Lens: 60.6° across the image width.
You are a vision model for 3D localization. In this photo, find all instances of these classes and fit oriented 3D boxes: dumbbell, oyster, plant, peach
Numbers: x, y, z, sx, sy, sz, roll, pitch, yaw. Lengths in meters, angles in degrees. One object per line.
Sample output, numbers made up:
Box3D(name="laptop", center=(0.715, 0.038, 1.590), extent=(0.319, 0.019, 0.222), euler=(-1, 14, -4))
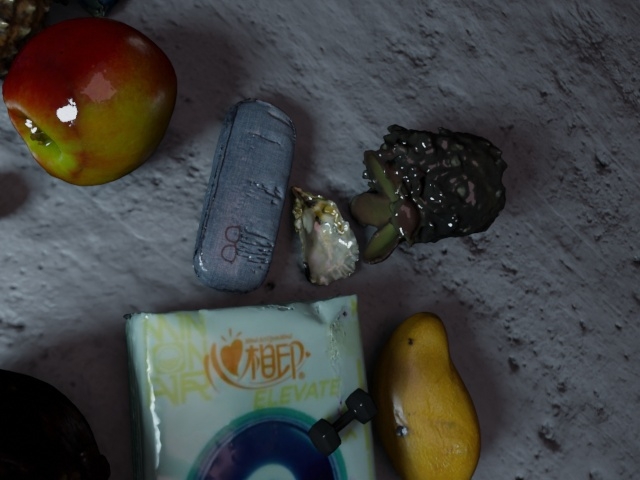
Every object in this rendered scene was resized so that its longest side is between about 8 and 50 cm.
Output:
Box3D(name="dumbbell", center=(0.025, 0.204, 0.617), extent=(0.083, 0.036, 0.040), euler=(-30, 97, -33))
Box3D(name="oyster", center=(0.000, 0.000, 0.817), extent=(0.146, 0.045, 0.122), euler=(34, 63, -24))
Box3D(name="plant", center=(0.151, -0.080, 0.838), extent=(0.233, 0.178, 0.204), euler=(-7, 94, -17))
Box3D(name="peach", center=(-0.260, -0.170, 0.649), extent=(0.197, 0.197, 0.198), euler=(6, 77, -25))

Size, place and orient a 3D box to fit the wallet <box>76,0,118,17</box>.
Box3D(name="wallet", center=(-0.291, -0.421, 0.753), extent=(0.141, 0.059, 0.202), euler=(42, 67, -20))

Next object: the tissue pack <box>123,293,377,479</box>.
Box3D(name="tissue pack", center=(-0.078, 0.269, 0.660), extent=(0.287, 0.162, 0.389), euler=(-1, 80, -29))

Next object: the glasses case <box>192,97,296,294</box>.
Box3D(name="glasses case", center=(-0.104, -0.065, 0.767), extent=(0.109, 0.067, 0.283), euler=(18, 74, -24))

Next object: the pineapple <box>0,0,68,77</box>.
Box3D(name="pineapple", center=(-0.356, -0.308, 0.623), extent=(0.157, 0.158, 0.279), euler=(42, 77, -13))

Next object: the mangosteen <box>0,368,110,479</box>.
Box3D(name="mangosteen", center=(-0.333, 0.256, 0.468), extent=(0.293, 0.297, 0.298), euler=(5, 77, -16))

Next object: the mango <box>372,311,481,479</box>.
Box3D(name="mango", center=(0.152, 0.241, 0.811), extent=(0.157, 0.109, 0.262), euler=(-4, 77, -17))
